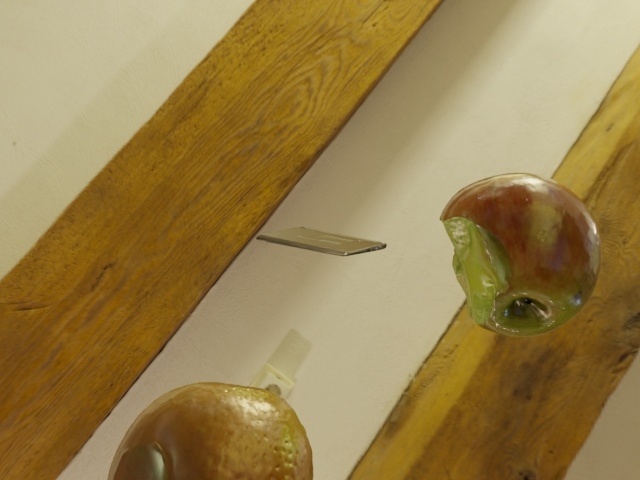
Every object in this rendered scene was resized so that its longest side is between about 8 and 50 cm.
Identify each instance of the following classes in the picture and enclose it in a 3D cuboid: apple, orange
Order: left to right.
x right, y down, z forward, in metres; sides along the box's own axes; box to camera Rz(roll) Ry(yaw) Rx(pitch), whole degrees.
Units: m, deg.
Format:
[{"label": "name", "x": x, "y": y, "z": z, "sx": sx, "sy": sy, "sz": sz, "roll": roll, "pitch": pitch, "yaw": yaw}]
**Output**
[{"label": "orange", "x": -0.180, "y": 0.330, "z": 0.845, "sx": 0.196, "sy": 0.334, "sz": 0.263, "roll": 39, "pitch": -127, "yaw": -33}, {"label": "apple", "x": 0.295, "y": 0.026, "z": 0.907, "sx": 0.246, "sy": 0.246, "sz": 0.226, "roll": 15, "pitch": -122, "yaw": -11}]

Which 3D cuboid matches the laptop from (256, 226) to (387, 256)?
[{"label": "laptop", "x": 0.000, "y": 0.000, "z": 1.034, "sx": 0.135, "sy": 0.197, "sz": 0.016, "roll": -11, "pitch": -74, "yaw": -53}]
